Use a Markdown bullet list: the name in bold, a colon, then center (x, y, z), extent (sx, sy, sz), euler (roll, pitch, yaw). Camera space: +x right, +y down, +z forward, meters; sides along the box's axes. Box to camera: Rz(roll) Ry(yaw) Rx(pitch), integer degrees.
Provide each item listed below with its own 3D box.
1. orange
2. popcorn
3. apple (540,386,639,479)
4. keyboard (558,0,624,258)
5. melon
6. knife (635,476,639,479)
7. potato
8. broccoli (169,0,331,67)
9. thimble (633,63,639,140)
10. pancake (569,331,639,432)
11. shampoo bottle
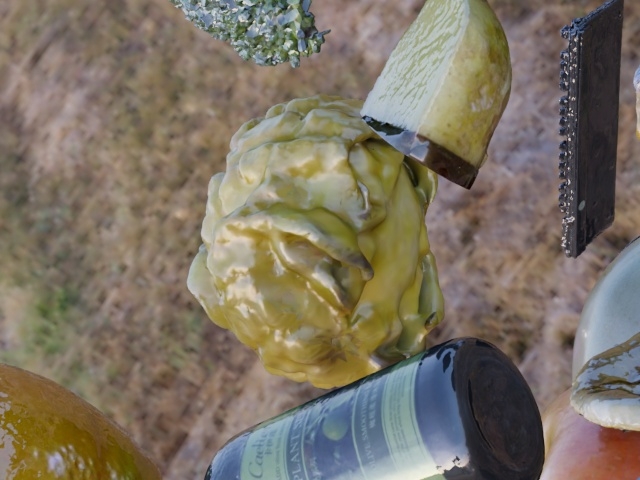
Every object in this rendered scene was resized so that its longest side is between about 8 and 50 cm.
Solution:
- **orange**: center (-0.237, 0.240, 1.169), extent (0.274, 0.274, 0.310), euler (-14, 87, 52)
- **popcorn**: center (0.000, 0.000, 1.232), extent (0.190, 0.250, 0.250), euler (-3, 56, 46)
- **apple**: center (0.344, 0.286, 1.444), extent (0.364, 0.364, 0.364), euler (-38, 31, 28)
- **keyboard**: center (0.225, -0.092, 1.233), extent (0.023, 0.231, 0.072), euler (25, 48, 34)
- **melon**: center (0.434, 0.131, 1.727), extent (0.268, 0.268, 0.330), euler (-140, 60, -63)
- **knife**: center (0.295, 0.166, 1.125), extent (0.296, 0.044, 0.026), euler (-35, -8, -9)
- **potato**: center (0.080, -0.092, 0.850), extent (0.103, 0.066, 0.096), euler (-61, 24, 10)
- **broccoli**: center (0.016, -0.311, 1.148), extent (0.361, 0.221, 0.252), euler (-43, 49, -11)
- **thimble**: center (0.458, -0.170, 1.817), extent (0.117, 0.127, 0.151), euler (1, 18, 28)
- **pancake**: center (0.346, 0.102, 1.281), extent (0.282, 0.049, 0.282), euler (-22, 11, 5)
- **shampoo bottle**: center (0.001, 0.152, 0.926), extent (0.284, 0.101, 0.101), euler (-27, 37, 34)
